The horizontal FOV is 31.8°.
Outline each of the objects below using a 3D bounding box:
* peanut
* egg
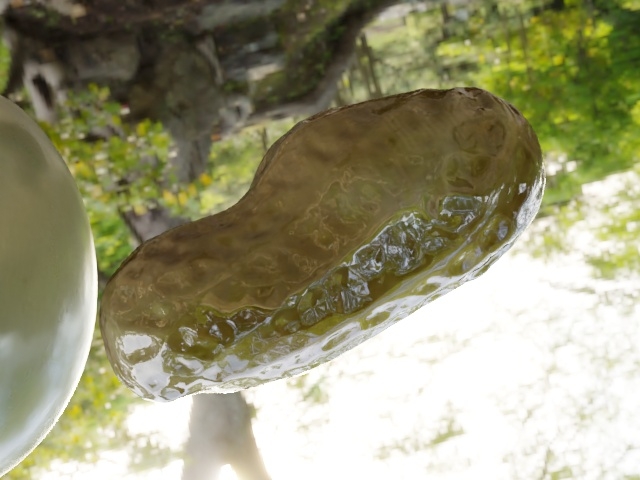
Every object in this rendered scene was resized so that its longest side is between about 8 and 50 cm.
[{"bbox_3d":[0.000,0.000,0.526,0.226,0.108,0.095,-31,164,-3],"label":"peanut"},{"bbox_3d":[-0.222,0.028,0.638,0.186,0.241,0.186,2,165,1],"label":"egg"}]
